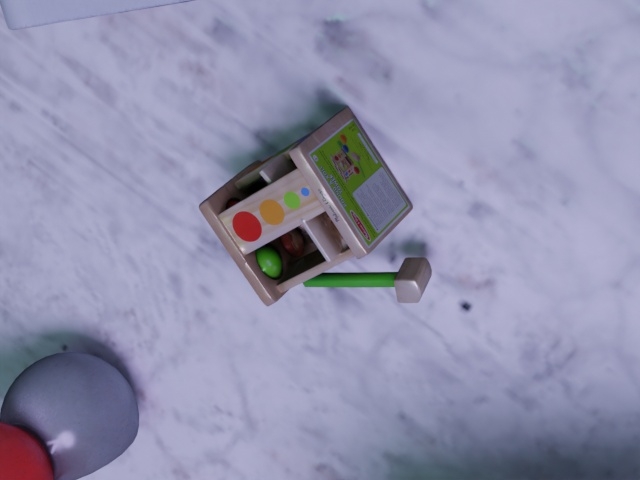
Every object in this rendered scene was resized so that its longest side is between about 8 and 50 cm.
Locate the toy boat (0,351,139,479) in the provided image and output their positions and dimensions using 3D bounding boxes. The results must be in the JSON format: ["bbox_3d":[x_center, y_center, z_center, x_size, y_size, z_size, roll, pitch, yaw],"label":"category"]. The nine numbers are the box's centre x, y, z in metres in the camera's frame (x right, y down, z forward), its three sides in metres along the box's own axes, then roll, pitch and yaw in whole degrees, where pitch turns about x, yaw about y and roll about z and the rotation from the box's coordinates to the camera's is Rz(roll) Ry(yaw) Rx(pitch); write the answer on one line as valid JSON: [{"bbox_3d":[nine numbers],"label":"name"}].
[{"bbox_3d":[-0.248,0.047,0.681,0.318,0.148,0.267,31,130,17],"label":"toy boat"}]

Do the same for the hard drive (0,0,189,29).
[{"bbox_3d":[-0.066,-0.264,0.493,0.233,0.047,0.353,-4,112,27],"label":"hard drive"}]

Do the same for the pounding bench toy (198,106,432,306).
[{"bbox_3d":[0.000,0.000,0.581,0.065,0.052,0.083,-29,99,33],"label":"pounding bench toy"}]
